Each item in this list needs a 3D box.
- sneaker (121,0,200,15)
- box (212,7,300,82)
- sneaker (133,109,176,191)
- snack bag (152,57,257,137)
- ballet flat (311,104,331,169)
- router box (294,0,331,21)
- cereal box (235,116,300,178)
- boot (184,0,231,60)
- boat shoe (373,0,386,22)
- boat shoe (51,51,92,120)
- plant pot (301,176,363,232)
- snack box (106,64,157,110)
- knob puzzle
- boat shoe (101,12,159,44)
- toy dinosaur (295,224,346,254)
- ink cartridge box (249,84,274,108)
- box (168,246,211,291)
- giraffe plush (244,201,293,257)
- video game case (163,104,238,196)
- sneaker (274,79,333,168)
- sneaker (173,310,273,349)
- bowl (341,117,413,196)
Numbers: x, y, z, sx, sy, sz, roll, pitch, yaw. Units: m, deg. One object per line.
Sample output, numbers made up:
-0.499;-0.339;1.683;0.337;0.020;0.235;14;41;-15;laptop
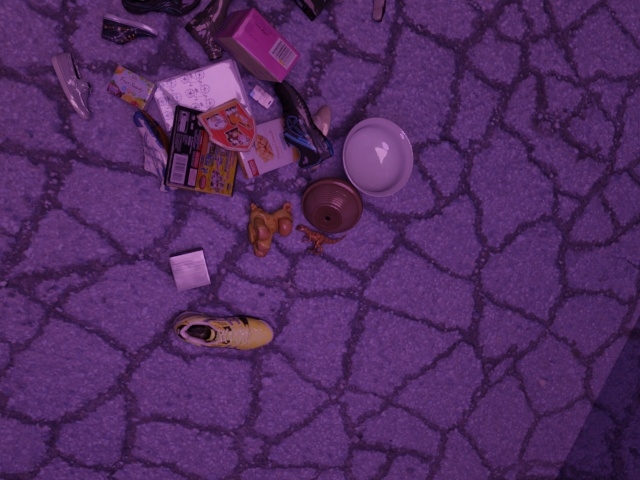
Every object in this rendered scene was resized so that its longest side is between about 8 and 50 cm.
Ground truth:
-0.536;-0.820;1.632;0.267;0.106;0.101;-14;101;-12;sneaker
-0.219;-0.656;1.631;0.213;0.243;0.117;36;90;-33;box
-0.588;-0.305;1.696;0.131;0.112;0.296;-26;105;12;sneaker
-0.407;-0.449;1.757;0.323;0.037;0.342;-20;103;-9;snack bag
-0.018;-0.393;1.822;0.086;0.086;0.248;8;97;-14;ballet flat
-0.003;-0.998;1.734;0.309;0.081;0.243;-46;106;-2;router box
-0.197;-0.344;1.776;0.240;0.047;0.173;-27;106;-29;cereal box
-0.345;-0.766;1.709;0.246;0.083;0.161;-44;116;-1;boot
0.229;-0.893;1.827;0.046;0.038;0.125;8;93;28;boat shoe
-0.821;-0.524;1.628;0.081;0.079;0.227;-23;100;-4;boat shoe
0.037;-0.111;1.816;0.237;0.110;0.237;6;124;9;plant pot
-0.652;-0.527;1.671;0.141;0.037;0.100;28;94;-2;snack box
-0.303;-0.392;1.673;0.213;0.030;0.213;8;68;-21;knob puzzle
-0.651;-0.705;1.649;0.183;0.065;0.083;13;97;-8;boat shoe
0.000;0.000;1.907;0.211;0.064;0.112;19;93;-15;toy dinosaur
-0.218;-0.531;1.789;0.083;0.028;0.048;36;90;-15;ink cartridge box
-0.488;0.107;1.810;0.126;0.072;0.137;-13;102;-10;box
-0.179;-0.057;1.827;0.170;0.181;0.210;-8;66;-21;giraffe plush
-0.407;-0.307;1.701;0.248;0.035;0.275;8;93;-33;video game case
-0.091;-0.421;1.735;0.140;0.125;0.341;-30;86;12;sneaker
-0.367;0.363;1.841;0.385;0.147;0.145;6;96;-15;sneaker
0.197;-0.309;1.852;0.298;0.134;0.298;0;89;-20;bowl
